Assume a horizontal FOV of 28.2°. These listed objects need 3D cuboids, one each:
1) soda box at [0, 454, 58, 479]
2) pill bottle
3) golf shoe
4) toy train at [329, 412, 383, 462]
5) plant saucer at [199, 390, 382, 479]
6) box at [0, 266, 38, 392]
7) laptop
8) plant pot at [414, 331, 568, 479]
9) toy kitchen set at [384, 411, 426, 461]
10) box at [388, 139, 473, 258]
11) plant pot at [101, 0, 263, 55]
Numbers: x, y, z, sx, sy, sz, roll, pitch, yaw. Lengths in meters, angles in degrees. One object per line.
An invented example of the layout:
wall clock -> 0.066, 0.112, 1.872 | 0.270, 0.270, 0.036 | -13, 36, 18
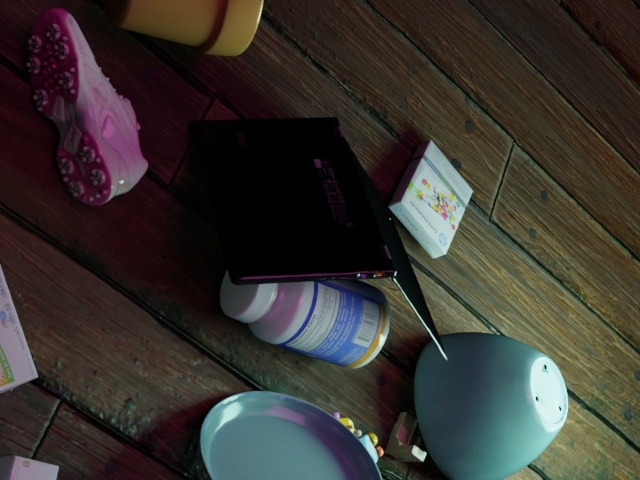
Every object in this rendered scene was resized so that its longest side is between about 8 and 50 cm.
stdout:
soda box -> -0.431, 0.412, 1.769 | 0.074, 0.069, 0.216 | 23, 65, -35
pill bottle -> -0.029, 0.112, 2.132 | 0.272, 0.152, 0.152 | 21, 66, -34
golf shoe -> -0.358, -0.211, 1.972 | 0.140, 0.115, 0.306 | -23, 101, -52
toy train -> 0.031, 0.368, 2.192 | 0.166, 0.046, 0.125 | 30, 63, -28
plant saucer -> -0.050, 0.368, 2.022 | 0.317, 0.044, 0.317 | 20, 32, -13
box -> -0.489, 0.118, 1.762 | 0.103, 0.114, 0.203 | -20, 94, -41
laptop -> 0.000, 0.000, 2.144 | 0.408, 0.236, 0.382 | -2, 44, -17
plant pot -> 0.335, 0.294, 2.330 | 0.290, 0.195, 0.290 | 26, 55, -45
toy kitchen set -> 0.174, 0.362, 2.292 | 0.068, 0.075, 0.083 | 39, 61, -28
box -> 0.213, -0.081, 2.446 | 0.145, 0.038, 0.186 | 48, 47, -21
plant pot -> -0.232, -0.439, 2.031 | 0.203, 0.291, 0.291 | -5, 82, -25
